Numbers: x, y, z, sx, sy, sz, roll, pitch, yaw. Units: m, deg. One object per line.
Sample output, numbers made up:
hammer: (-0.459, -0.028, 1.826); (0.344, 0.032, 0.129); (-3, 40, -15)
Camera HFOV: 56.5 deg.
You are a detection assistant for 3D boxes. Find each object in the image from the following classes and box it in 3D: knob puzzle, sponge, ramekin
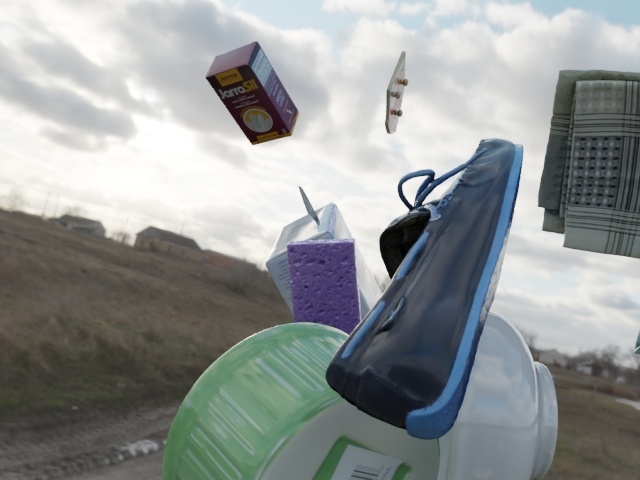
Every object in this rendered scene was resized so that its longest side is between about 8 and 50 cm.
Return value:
knob puzzle: (0.204, -0.361, 1.551); (0.030, 0.213, 0.213); (11, -7, 14)
sponge: (0.010, 0.103, 1.030); (0.117, 0.209, 0.031); (-4, 10, 8)
ramekin: (-0.009, 0.259, 0.674); (0.304, 0.303, 0.148); (19, 1, -36)

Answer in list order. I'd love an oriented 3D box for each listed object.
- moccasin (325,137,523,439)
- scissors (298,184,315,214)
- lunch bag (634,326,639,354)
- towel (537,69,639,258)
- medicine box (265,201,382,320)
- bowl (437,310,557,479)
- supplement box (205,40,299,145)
moccasin: (0.106, 0.004, 0.540); (0.117, 0.342, 0.137); (14, -48, 20)
scissors: (0.000, 0.000, 1.492); (0.297, 0.109, 0.021); (49, 16, -23)
lunch bag: (0.612, 0.097, 0.862); (0.224, 0.262, 0.160); (20, 18, 18)
towel: (0.522, -0.110, 0.958); (0.324, 0.312, 0.056); (14, 35, 31)
medicine box: (0.025, 0.098, 1.301); (0.149, 0.289, 0.263); (-26, 14, 11)
bowl: (0.205, 0.215, 0.741); (0.134, 0.297, 0.298); (6, -7, 5)
supplement box: (-0.136, -0.297, 1.225); (0.104, 0.080, 0.188); (-10, -43, 26)
